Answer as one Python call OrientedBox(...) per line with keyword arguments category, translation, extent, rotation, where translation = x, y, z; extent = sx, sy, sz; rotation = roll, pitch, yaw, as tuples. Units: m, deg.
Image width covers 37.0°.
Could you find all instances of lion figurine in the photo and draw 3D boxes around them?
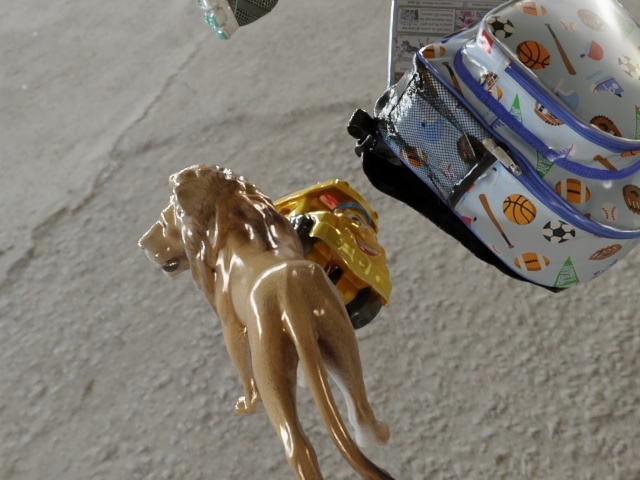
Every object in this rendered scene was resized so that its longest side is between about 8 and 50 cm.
OrientedBox(category="lion figurine", translation=(-0.038, 0.061, 0.849), extent=(0.142, 0.240, 0.392), rotation=(-19, 17, -21))

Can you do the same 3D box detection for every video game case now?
OrientedBox(category="video game case", translation=(0.230, -0.300, 1.293), extent=(0.269, 0.245, 0.061), rotation=(5, 15, 9))

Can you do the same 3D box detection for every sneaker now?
OrientedBox(category="sneaker", translation=(-0.087, -0.267, 0.847), extent=(0.076, 0.167, 0.065), rotation=(-22, 18, -9))

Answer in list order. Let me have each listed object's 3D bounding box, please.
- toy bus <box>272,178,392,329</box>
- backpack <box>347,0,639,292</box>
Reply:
OrientedBox(category="toy bus", translation=(0.000, 0.000, 1.164), extent=(0.220, 0.149, 0.211), rotation=(-21, 32, 46))
OrientedBox(category="backpack", translation=(0.217, -0.099, 0.891), extent=(0.276, 0.263, 0.213), rotation=(-34, -6, -34))
